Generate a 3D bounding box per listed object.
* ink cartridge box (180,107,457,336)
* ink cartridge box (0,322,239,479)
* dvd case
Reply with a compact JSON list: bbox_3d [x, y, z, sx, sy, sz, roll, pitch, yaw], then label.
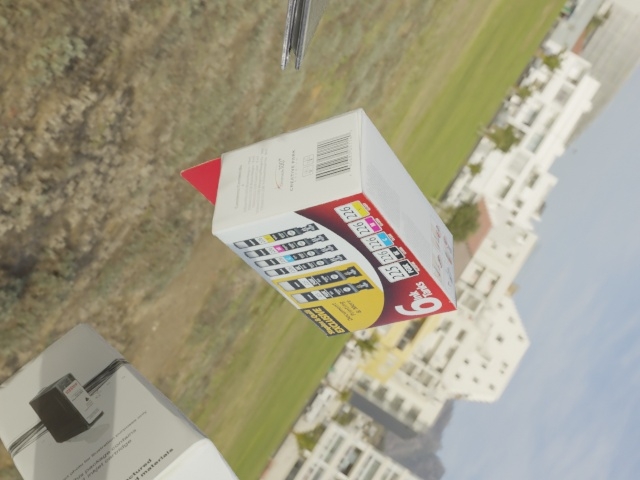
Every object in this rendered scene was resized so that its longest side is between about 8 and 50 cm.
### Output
[{"bbox_3d":[0.000,0.000,1.181,0.309,0.271,0.130,46,37,-47],"label":"ink cartridge box"},{"bbox_3d":[-0.136,0.202,0.692,0.114,0.197,0.273,-38,-152,-17],"label":"ink cartridge box"},{"bbox_3d":[0.001,-0.245,0.699,0.221,0.018,0.165,-78,177,-60],"label":"dvd case"}]
